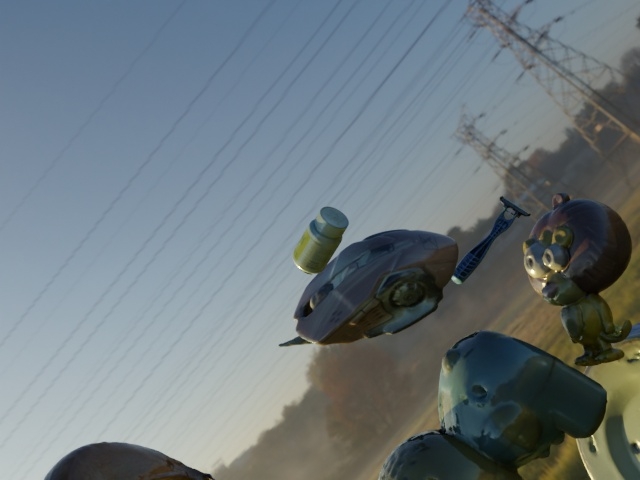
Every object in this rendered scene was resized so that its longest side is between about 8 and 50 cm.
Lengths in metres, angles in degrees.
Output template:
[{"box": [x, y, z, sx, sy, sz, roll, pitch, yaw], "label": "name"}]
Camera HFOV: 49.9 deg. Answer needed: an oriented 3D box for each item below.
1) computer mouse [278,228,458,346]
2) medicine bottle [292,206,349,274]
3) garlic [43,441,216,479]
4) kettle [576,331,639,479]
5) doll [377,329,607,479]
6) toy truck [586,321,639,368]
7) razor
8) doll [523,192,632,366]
[{"box": [0.070, 0.084, 1.269, 0.389, 0.199, 0.115, -29, -54, 12], "label": "computer mouse"}, {"box": [0.000, 0.000, 0.878, 0.047, 0.047, 0.083, -30, -25, -52], "label": "medicine bottle"}, {"box": [-0.244, 0.289, 0.790, 0.128, 0.115, 0.207, -48, -23, 27], "label": "garlic"}, {"box": [0.539, 0.230, 0.811, 0.342, 0.319, 0.247, -4, -58, -30], "label": "kettle"}, {"box": [0.166, 0.233, 0.737, 0.260, 0.162, 0.177, -60, 5, -9], "label": "doll"}, {"box": [0.805, 0.248, 1.596, 0.385, 0.161, 0.162, -15, 1, -20], "label": "toy truck"}, {"box": [0.381, 0.006, 1.573, 0.253, 0.082, 0.042, -47, -20, -24], "label": "razor"}, {"box": [0.287, 0.038, 0.754, 0.096, 0.188, 0.145, -2, -38, -13], "label": "doll"}]
